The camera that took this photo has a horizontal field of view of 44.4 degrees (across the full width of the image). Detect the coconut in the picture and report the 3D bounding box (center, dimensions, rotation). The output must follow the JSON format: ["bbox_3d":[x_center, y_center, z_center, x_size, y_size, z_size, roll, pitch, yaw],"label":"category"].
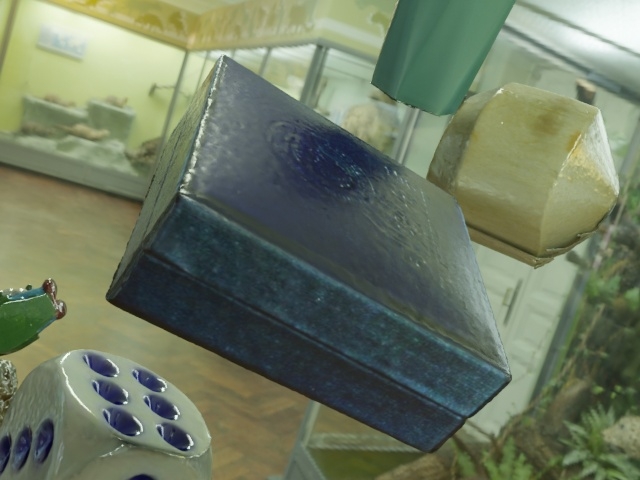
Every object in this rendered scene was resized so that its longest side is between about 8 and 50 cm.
[{"bbox_3d":[0.351,-0.107,1.335,0.323,0.322,0.323,18,6,-2],"label":"coconut"}]

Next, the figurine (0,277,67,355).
[{"bbox_3d":[-0.563,0.125,1.391,0.234,0.185,0.127,0,-56,61],"label":"figurine"}]

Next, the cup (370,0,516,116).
[{"bbox_3d":[0.152,-0.266,0.891,0.134,0.235,0.148,19,20,-3],"label":"cup"}]

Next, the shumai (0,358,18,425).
[{"bbox_3d":[-0.639,0.293,1.401,0.176,0.166,0.206,4,-26,-25],"label":"shumai"}]

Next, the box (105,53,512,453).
[{"bbox_3d":[0.000,0.000,0.649,0.279,0.116,0.261,30,27,-18],"label":"box"}]

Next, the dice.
[{"bbox_3d":[-0.324,0.331,1.149,0.243,0.251,0.259,22,12,-33],"label":"dice"}]
